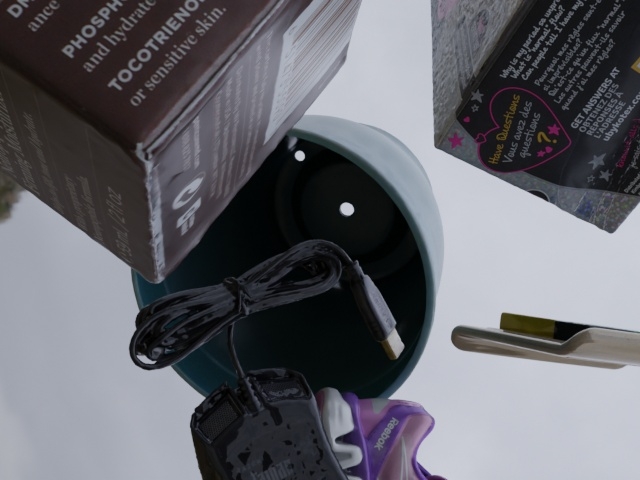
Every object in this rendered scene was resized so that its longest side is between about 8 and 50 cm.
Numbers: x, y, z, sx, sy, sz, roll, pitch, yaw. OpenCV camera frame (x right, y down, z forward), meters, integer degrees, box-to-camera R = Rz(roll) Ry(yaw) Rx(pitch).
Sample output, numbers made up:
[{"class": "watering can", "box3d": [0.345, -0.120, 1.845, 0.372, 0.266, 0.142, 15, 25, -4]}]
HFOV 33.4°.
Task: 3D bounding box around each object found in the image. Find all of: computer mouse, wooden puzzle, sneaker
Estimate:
[{"class": "computer mouse", "box3d": [-0.011, 0.131, 0.764, 0.262, 0.184, 0.060, 63, -21, -5]}, {"class": "wooden puzzle", "box3d": [0.269, 0.097, 1.004, 0.239, 0.221, 0.044, 168, -71, -70]}, {"class": "sneaker", "box3d": [0.058, 0.228, 0.837, 0.095, 0.105, 0.236, -166, -110, -83]}]

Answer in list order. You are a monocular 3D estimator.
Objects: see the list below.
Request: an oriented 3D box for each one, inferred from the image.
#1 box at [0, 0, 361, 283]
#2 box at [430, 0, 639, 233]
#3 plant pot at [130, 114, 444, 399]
[{"class": "box", "box3d": [-0.101, -0.120, 0.476, 0.203, 0.167, 0.168, 36, -19, 6]}, {"class": "box", "box3d": [0.168, -0.153, 0.721, 0.163, 0.142, 0.247, -57, -166, 34]}, {"class": "plant pot", "box3d": [0.000, 0.000, 1.013, 0.272, 0.255, 0.271, 5, -71, 16]}]
